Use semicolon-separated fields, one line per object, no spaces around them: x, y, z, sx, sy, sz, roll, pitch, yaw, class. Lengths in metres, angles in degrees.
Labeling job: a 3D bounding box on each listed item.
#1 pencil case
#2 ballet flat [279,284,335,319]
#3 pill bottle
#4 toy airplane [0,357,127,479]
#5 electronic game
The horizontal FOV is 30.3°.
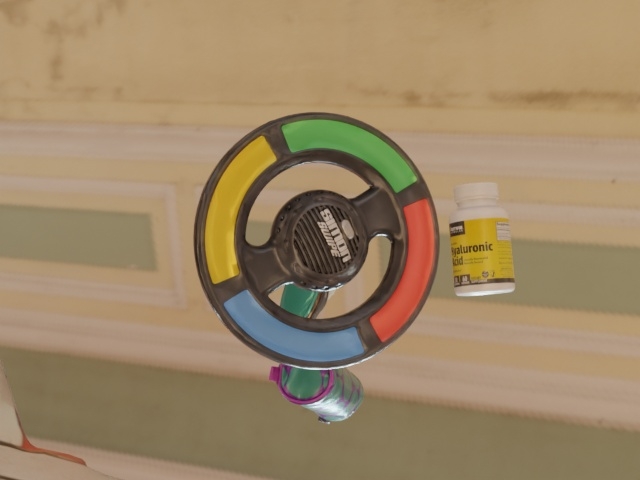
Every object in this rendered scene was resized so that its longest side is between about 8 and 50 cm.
-0.001;0.156;1.271;0.070;0.152;0.064;7;-104;15;pencil case
-0.002;0.036;1.600;0.074;0.074;0.203;10;-93;24;ballet flat
0.170;-0.001;1.256;0.065;0.065;0.116;-8;-98;29;pill bottle
-0.183;0.229;0.456;0.384;0.386;0.272;-8;-44;34;toy airplane
0.000;0.000;1.050;0.229;0.229;0.048;64;-18;-6;electronic game
